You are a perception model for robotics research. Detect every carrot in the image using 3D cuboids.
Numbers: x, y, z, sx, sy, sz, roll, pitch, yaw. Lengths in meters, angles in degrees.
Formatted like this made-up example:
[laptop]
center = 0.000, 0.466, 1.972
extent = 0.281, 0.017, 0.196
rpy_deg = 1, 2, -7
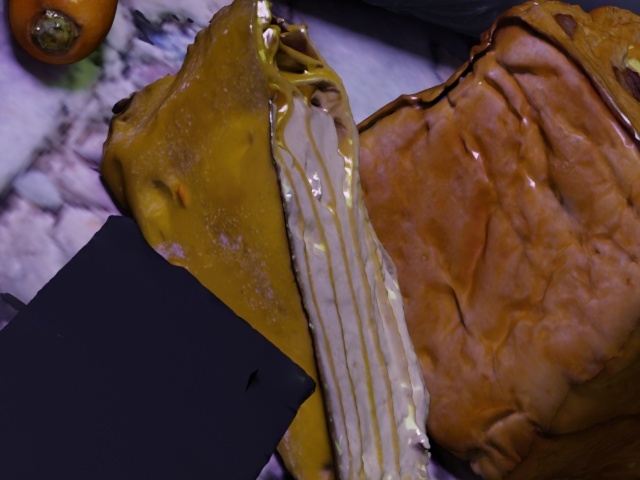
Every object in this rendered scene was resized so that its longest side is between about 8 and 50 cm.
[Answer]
[carrot]
center = -0.102, -0.153, 0.765
extent = 0.043, 0.043, 0.248
rpy_deg = 25, 36, -22

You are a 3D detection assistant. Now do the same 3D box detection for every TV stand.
[TV stand]
center = -0.096, 0.100, 0.455
extent = 0.088, 0.083, 0.269
rpy_deg = 38, 33, -2

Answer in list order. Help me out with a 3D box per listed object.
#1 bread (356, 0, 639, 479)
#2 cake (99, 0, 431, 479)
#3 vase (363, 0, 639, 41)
[bread]
center = 0.103, 0.000, 0.706
extent = 0.149, 0.143, 0.158
rpy_deg = 9, 45, -46
[cake]
center = 0.003, 0.000, 0.639
extent = 0.080, 0.116, 0.185
rpy_deg = -1, 48, -47
[vase]
center = 0.101, -0.168, 0.894
extent = 0.301, 0.156, 0.251
rpy_deg = 7, 54, -31
